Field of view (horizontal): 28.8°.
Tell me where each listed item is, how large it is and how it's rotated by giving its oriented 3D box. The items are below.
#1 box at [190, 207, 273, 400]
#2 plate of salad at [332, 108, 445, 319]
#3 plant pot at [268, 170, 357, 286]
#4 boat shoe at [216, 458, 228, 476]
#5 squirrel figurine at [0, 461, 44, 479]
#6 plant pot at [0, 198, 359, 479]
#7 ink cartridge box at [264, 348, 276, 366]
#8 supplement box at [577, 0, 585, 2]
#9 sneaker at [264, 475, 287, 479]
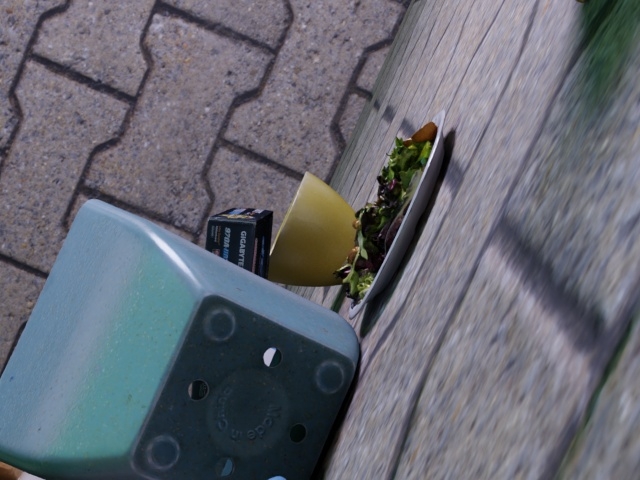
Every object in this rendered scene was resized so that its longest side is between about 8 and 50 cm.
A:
[{"bbox_3d":[-0.090,0.079,1.295,0.175,0.051,0.220,-45,-40,-84],"label":"box"},{"bbox_3d":[0.057,-0.026,1.084,0.200,0.048,0.199,-156,90,-86],"label":"plate of salad"},{"bbox_3d":[0.000,0.000,1.434,0.134,0.095,0.134,-157,90,-87],"label":"plant pot"},{"bbox_3d":[-0.128,0.255,1.293,0.184,0.066,0.063,130,143,-56],"label":"boat shoe"},{"bbox_3d":[-0.327,0.425,1.383,0.370,0.281,0.397,-62,-20,4],"label":"squirrel figurine"},{"bbox_3d":[-0.106,0.127,1.049,0.252,0.247,0.247,6,71,63],"label":"plant pot"},{"bbox_3d":[-0.065,0.183,1.586,0.088,0.052,0.122,122,170,-70],"label":"ink cartridge box"},{"bbox_3d":[0.089,-0.228,0.714,0.081,0.188,0.104,-74,8,-64],"label":"supplement box"},{"bbox_3d":[-0.054,0.237,0.837,0.086,0.085,0.237,-32,-23,-32],"label":"sneaker"}]
